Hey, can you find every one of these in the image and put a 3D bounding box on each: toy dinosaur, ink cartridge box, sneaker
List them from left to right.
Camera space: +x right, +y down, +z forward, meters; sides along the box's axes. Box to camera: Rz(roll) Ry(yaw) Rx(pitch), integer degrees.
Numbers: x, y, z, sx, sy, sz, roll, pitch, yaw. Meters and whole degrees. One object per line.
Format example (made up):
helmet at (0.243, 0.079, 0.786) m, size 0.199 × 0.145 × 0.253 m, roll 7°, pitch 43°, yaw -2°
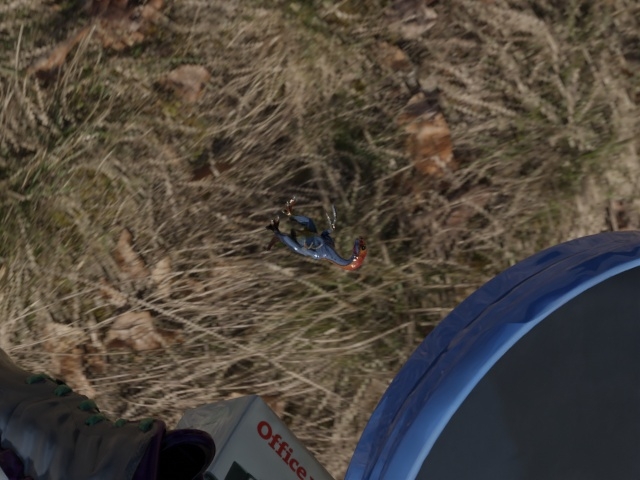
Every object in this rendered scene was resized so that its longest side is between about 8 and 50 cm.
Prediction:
sneaker at (-0.098, 0.101, 0.498) m, size 0.098 × 0.224 × 0.083 m, roll -37°, pitch 134°, yaw -7°
ink cartridge box at (-0.071, 0.234, 0.789) m, size 0.153 × 0.087 × 0.208 m, roll 51°, pitch 45°, yaw -21°
toy dinosaur at (0.000, 0.000, 0.902) m, size 0.082 × 0.090 × 0.047 m, roll 40°, pitch 71°, yaw 13°

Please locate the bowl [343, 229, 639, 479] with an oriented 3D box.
bowl at (0.184, 0.176, 0.733) m, size 0.391 × 0.077 × 0.391 m, roll -10°, pitch 113°, yaw -24°
